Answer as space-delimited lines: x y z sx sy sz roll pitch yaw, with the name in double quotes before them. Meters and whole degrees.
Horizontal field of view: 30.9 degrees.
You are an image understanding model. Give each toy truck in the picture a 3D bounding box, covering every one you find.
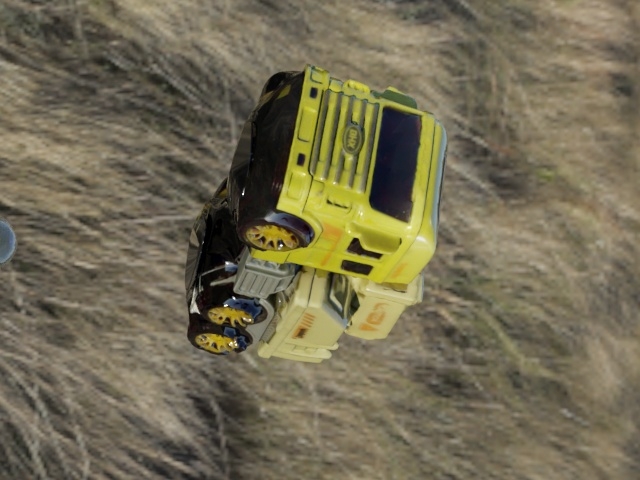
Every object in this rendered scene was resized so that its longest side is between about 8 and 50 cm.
"toy truck" 0.000 0.000 1.224 0.405 0.254 0.180 120 -21 -60

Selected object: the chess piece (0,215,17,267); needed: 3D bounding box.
"chess piece" -0.412 0.032 1.290 0.170 0.094 0.094 -50 133 -38
